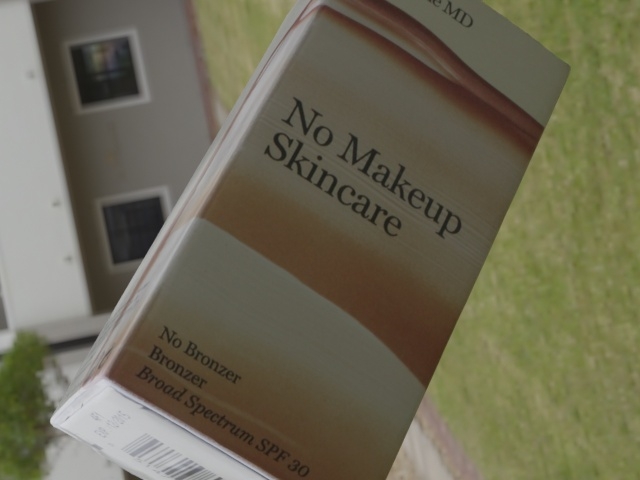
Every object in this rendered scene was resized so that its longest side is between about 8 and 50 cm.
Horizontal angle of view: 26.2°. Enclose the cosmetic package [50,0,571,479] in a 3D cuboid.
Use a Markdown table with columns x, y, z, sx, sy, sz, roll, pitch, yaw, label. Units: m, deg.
| x | y | z | sx | sy | sz | roll | pitch | yaw | label |
| --- | --- | --- | --- | --- | --- | --- | --- | --- | --- |
| 0.000 | 0.000 | 0.739 | 0.296 | 0.153 | 0.129 | -64 | 12 | -26 | cosmetic package |
